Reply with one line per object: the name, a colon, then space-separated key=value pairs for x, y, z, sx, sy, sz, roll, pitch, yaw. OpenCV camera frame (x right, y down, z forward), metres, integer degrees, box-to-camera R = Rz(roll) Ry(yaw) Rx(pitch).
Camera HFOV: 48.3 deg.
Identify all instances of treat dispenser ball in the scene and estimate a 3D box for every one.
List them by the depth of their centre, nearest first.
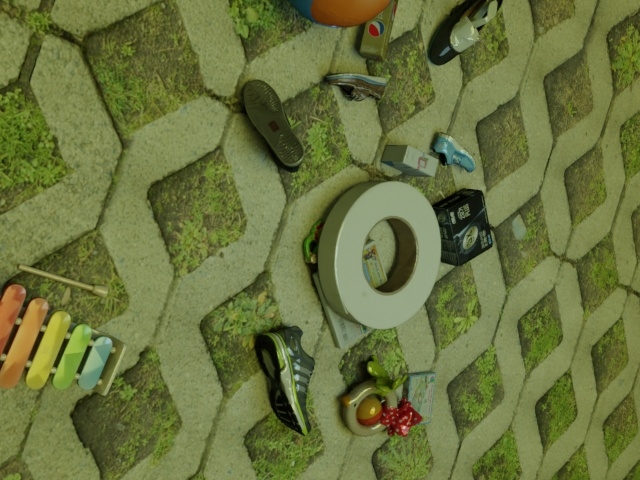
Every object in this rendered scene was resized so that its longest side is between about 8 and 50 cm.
treat dispenser ball: x=0.044 y=-0.613 z=1.560 sx=0.288 sy=0.288 sz=0.288 roll=-7 pitch=102 yaw=-34

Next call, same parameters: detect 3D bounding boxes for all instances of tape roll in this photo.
tape roll: x=0.160 y=0.038 z=1.858 sx=0.391 sy=0.072 sz=0.392 roll=-6 pitch=100 yaw=-39

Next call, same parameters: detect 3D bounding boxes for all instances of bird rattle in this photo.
bird rattle: x=0.153 y=0.451 z=1.958 sx=0.206 sy=0.143 sz=0.254 roll=-25 pitch=125 yaw=-17

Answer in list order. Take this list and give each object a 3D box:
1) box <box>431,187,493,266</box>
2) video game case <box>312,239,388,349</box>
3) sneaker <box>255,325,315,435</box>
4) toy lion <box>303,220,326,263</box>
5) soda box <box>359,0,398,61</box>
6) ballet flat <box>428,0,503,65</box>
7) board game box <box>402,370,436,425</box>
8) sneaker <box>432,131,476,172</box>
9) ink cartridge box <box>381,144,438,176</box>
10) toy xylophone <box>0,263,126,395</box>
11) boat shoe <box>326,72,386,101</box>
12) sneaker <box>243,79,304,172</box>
box: x=0.404 y=-0.039 z=2.045 sx=0.147 sy=0.077 sz=0.180 roll=-26 pitch=113 yaw=-28
video game case: x=0.094 y=0.142 z=1.892 sx=0.206 sy=0.026 sz=0.227 roll=-30 pitch=113 yaw=-28
sneaker: x=-0.061 y=0.348 z=1.772 sx=0.121 sy=0.111 sz=0.300 roll=-26 pitch=114 yaw=-34
toy lion: x=0.000 y=0.000 z=1.798 sx=0.100 sy=0.034 sz=0.096 roll=-19 pitch=102 yaw=-31
soda box: x=0.148 y=-0.542 z=1.772 sx=0.061 sy=0.058 sz=0.182 roll=8 pitch=95 yaw=-77
ballet flat: x=0.400 y=-0.585 z=1.933 sx=0.280 sy=0.096 sz=0.095 roll=-52 pitch=123 yaw=-16
board game box: x=0.283 y=0.461 z=2.080 sx=0.103 sy=0.026 sz=0.154 roll=2 pitch=97 yaw=-35
sneaker: x=0.370 y=-0.236 z=2.008 sx=0.162 sy=0.063 sz=0.073 roll=35 pitch=96 yaw=-30
ink cartridge box: x=0.237 y=-0.210 z=1.890 sx=0.122 sy=0.088 sz=0.052 roll=20 pitch=84 yaw=-36
toy xylophone: x=-0.542 y=0.181 z=1.414 sx=0.322 sy=0.081 sz=0.236 roll=16 pitch=89 yaw=-36
boat shoe: x=0.092 y=-0.378 z=1.771 sx=0.183 sy=0.066 sz=0.066 roll=-3 pitch=102 yaw=-35
sneaker: x=-0.114 y=-0.256 z=1.651 sx=0.083 sy=0.118 sz=0.222 roll=-26 pitch=85 yaw=-9
